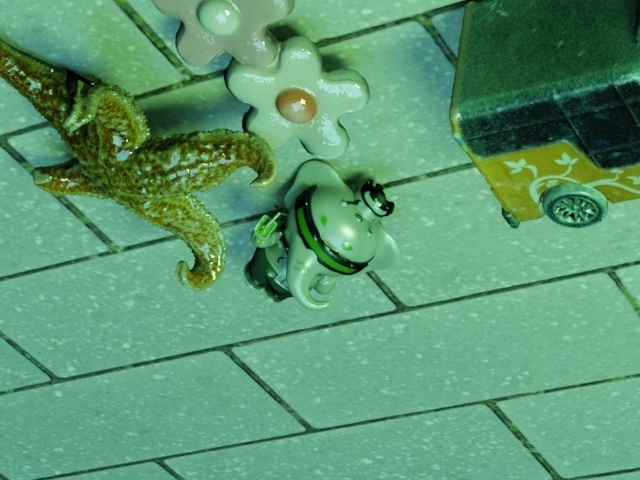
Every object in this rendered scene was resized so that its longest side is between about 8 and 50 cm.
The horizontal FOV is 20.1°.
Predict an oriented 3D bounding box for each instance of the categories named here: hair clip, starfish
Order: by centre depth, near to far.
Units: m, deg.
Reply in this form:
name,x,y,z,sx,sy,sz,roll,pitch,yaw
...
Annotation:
name,x,y,z,sx,sy,sz,roll,pitch,yaw
hair clip,-0.053,-0.175,1.677,0.146,0.075,0.257,-13,136,35
starfish,-0.189,-0.083,1.753,0.312,0.113,0.303,21,155,19

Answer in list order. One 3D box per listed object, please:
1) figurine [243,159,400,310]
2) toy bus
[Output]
name,x,y,z,sx,sy,sz,roll,pitch,yaw
figurine,0.000,0.000,1.878,0.147,0.126,0.192,43,123,-14
toy bus,0.287,-0.139,1.579,0.323,0.162,0.194,-12,139,29
